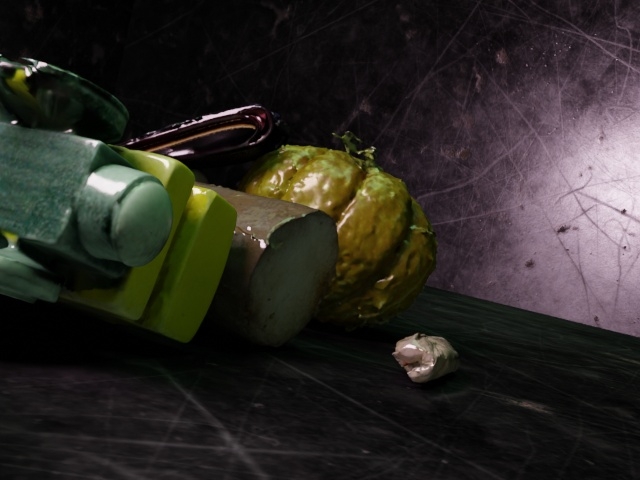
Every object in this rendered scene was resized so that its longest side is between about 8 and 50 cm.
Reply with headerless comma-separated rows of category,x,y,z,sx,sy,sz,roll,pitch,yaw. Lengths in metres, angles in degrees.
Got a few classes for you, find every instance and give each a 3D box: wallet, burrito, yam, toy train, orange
wallet,-0.177,-0.123,1.035,0.262,0.071,0.221,-12,8,4
burrito,0.115,0.123,0.820,0.058,0.045,0.188,39,8,18
yam,-0.122,0.014,0.821,0.268,0.161,0.161,12,1,34
toy train,-0.285,-0.036,0.663,0.442,0.179,0.272,13,-14,23
orange,0.000,0.000,1.056,0.301,0.223,0.300,11,-27,52

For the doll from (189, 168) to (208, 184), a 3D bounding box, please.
doll,-0.217,-0.038,1.118,0.155,0.113,0.275,-12,3,-11
